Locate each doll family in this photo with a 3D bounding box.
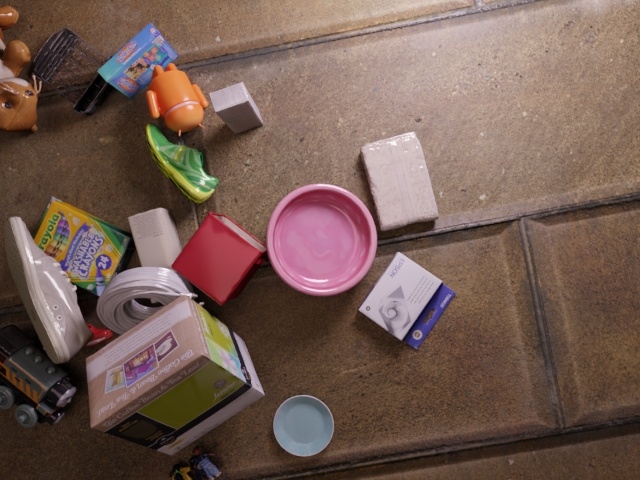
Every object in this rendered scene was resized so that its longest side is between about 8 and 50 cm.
[{"bbox_3d":[-0.394,0.709,1.436,0.193,0.076,0.111,-36,83,-4],"label":"doll family"}]

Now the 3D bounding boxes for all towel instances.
[{"bbox_3d":[0.240,-0.180,1.438,0.187,0.049,0.282,-13,89,3],"label":"towel"}]

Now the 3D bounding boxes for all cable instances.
[{"bbox_3d":[-0.490,0.180,1.329,0.257,0.089,0.257,24,124,-27],"label":"cable"}]

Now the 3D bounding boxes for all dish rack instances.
[{"bbox_3d":[-0.777,-0.541,1.472,0.271,0.074,0.208,37,90,3],"label":"dish rack"}]

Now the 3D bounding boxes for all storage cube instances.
[{"bbox_3d":[-0.288,0.050,1.386,0.215,0.183,0.193,36,92,2],"label":"storage cube"}]

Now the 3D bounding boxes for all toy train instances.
[{"bbox_3d":[-0.893,0.409,1.408,0.334,0.142,0.190,39,108,2],"label":"toy train"}]

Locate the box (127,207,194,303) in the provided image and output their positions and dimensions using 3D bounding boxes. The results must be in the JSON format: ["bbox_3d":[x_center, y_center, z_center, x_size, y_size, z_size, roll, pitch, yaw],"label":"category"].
[{"bbox_3d":[-0.488,0.045,1.438,0.113,0.094,0.275,-15,89,2],"label":"box"}]

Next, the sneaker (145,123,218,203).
[{"bbox_3d":[-0.432,-0.246,1.451,0.123,0.109,0.295,-40,86,-22],"label":"sneaker"}]

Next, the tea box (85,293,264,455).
[{"bbox_3d":[-0.393,0.379,1.288,0.329,0.323,0.220,-33,49,0],"label":"tea box"}]

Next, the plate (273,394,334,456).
[{"bbox_3d":[-0.052,0.570,1.445,0.188,0.024,0.188,0,90,3],"label":"plate"}]

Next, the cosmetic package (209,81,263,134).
[{"bbox_3d":[-0.239,-0.381,1.364,0.099,0.239,0.060,-17,88,2],"label":"cosmetic package"}]

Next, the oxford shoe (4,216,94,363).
[{"bbox_3d":[-0.797,0.136,1.366,0.130,0.169,0.449,-23,85,-43],"label":"oxford shoe"}]

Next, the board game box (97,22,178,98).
[{"bbox_3d":[-0.548,-0.539,1.420,0.210,0.160,0.047,-42,87,0],"label":"board game box"}]

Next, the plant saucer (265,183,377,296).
[{"bbox_3d":[0.000,0.000,1.399,0.332,0.084,0.332,1,85,-11],"label":"plant saucer"}]

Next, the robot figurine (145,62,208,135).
[{"bbox_3d":[-0.441,-0.426,1.429,0.128,0.158,0.219,-27,88,18],"label":"robot figurine"}]

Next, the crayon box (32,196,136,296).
[{"bbox_3d":[-0.761,0.015,1.456,0.323,0.083,0.203,25,90,3],"label":"crayon box"}]

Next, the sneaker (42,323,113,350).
[{"bbox_3d":[-0.762,0.267,1.450,0.221,0.087,0.128,-8,90,1],"label":"sneaker"}]

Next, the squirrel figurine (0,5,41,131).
[{"bbox_3d":[-1.043,-0.469,1.421,0.397,0.281,0.370,-29,98,15],"label":"squirrel figurine"}]

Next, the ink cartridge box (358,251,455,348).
[{"bbox_3d":[0.267,0.187,1.429,0.224,0.045,0.223,34,90,2],"label":"ink cartridge box"}]
